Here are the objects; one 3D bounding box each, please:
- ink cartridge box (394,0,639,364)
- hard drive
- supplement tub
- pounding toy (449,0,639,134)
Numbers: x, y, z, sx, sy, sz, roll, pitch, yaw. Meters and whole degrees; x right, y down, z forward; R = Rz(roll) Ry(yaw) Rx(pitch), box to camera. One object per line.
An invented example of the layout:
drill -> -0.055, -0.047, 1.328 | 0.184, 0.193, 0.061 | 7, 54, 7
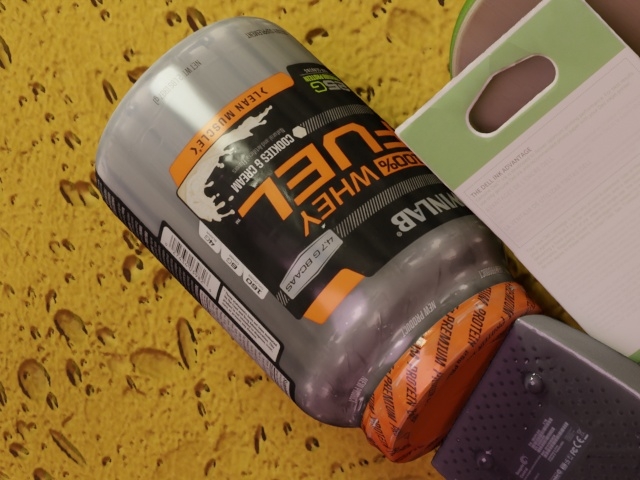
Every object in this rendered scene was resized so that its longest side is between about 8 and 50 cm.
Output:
ink cartridge box -> 0.191, -0.045, 1.187 | 0.235, 0.056, 0.171 | 47, 122, -4
hard drive -> 0.214, 0.171, 1.215 | 0.254, 0.054, 0.172 | 36, 129, 14
supplement tub -> 0.000, 0.000, 1.290 | 0.316, 0.193, 0.193 | 44, 118, 21
pounding toy -> 0.167, -0.172, 1.195 | 0.183, 0.110, 0.237 | -14, 128, 7
